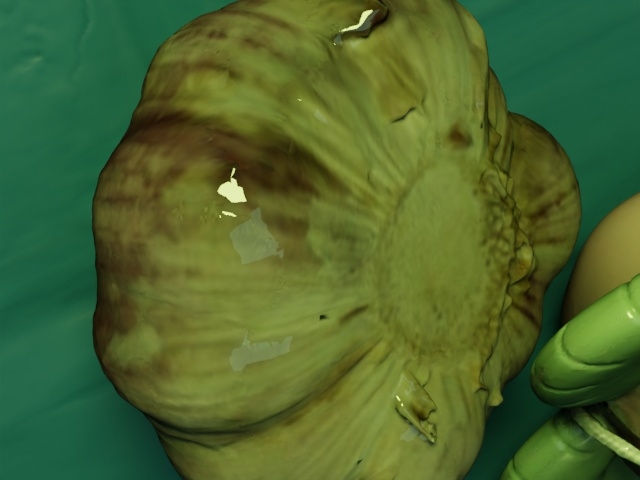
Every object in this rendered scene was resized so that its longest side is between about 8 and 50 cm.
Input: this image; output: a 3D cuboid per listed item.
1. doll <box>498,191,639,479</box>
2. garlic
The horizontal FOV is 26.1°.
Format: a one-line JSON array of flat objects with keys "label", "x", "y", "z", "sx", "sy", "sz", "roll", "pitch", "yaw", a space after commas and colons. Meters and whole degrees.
[{"label": "doll", "x": 0.218, "y": 0.063, "z": 0.657, "sx": 0.268, "sy": 0.216, "sz": 0.284, "roll": -23, "pitch": 151, "yaw": -11}, {"label": "garlic", "x": 0.000, "y": 0.000, "z": 0.591, "sx": 0.245, "sy": 0.160, "sz": 0.245, "roll": -7, "pitch": 100, "yaw": -41}]
